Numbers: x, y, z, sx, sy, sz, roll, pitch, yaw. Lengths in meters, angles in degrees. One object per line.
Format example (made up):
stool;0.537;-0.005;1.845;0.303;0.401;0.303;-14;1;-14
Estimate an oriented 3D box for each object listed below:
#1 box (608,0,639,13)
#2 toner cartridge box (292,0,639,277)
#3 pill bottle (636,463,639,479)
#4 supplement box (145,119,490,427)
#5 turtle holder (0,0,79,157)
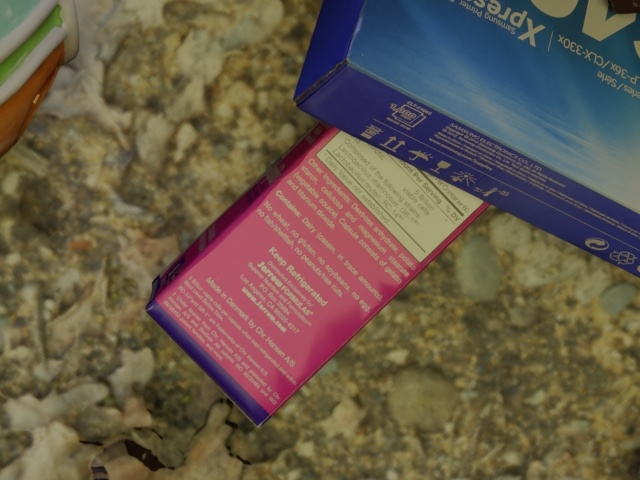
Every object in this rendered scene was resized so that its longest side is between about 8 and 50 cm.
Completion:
box;0.237;-0.255;0.916;0.167;0.203;0.169;1;63;21
toner cartridge box;0.166;-0.091;1.012;0.347;0.075;0.165;25;64;-18
pill bottle;0.386;0.179;1.082;0.318;0.176;0.176;-11;99;-3
supplement box;0.000;0.000;1.062;0.220;0.111;0.114;-43;98;2
turtle holder;-0.289;-0.165;0.981;0.227;0.243;0.320;-21;59;-15
